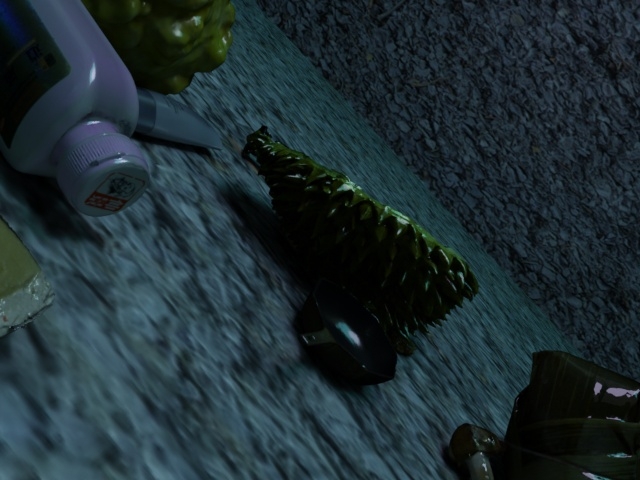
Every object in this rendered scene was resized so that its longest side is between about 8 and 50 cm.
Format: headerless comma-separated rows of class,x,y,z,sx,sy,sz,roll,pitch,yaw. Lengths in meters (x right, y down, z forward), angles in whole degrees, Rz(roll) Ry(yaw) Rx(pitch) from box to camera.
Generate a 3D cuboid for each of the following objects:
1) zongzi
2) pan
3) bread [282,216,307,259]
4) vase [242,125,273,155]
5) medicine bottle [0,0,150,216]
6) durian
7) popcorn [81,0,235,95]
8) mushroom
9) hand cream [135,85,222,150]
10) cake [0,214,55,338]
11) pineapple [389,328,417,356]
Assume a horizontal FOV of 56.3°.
zongzi,0.274,0.327,0.703,0.154,0.318,0.289,15,-30,24
pan,0.004,0.094,0.630,0.202,0.048,0.128,30,22,-47
bread,0.000,0.000,0.842,0.129,0.044,0.126,33,35,-37
vase,-0.045,-0.107,0.951,0.167,0.059,0.059,40,18,-21
medicine bottle,-0.213,-0.118,0.476,0.219,0.115,0.078,53,17,19
durian,0.067,-0.016,0.770,0.394,0.163,0.198,37,40,-14
popcorn,-0.221,-0.297,0.674,0.241,0.235,0.250,15,4,-2
mushroom,0.178,0.272,0.637,0.060,0.061,0.187,36,24,-18
hand cream,-0.196,-0.150,0.712,0.079,0.048,0.255,52,14,10
cake,-0.196,0.000,0.306,0.121,0.052,0.065,60,18,-20
pineapple,0.109,0.137,0.834,0.083,0.019,0.045,43,14,-21
